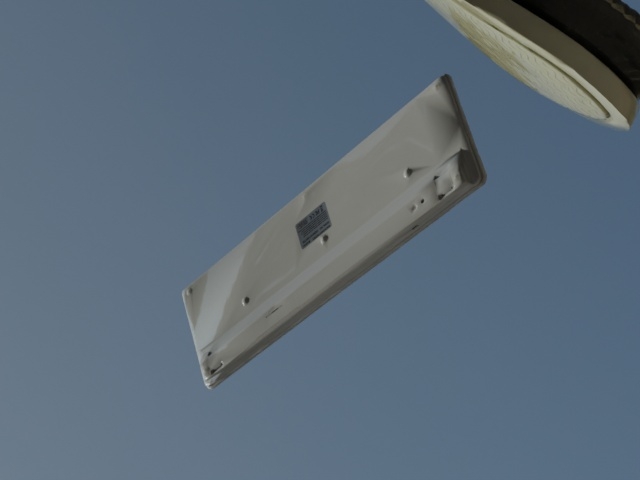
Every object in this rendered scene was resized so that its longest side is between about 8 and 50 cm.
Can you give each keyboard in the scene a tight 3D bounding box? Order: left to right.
[{"bbox_3d":[0.000,0.000,1.039,0.014,0.072,0.256,15,-39,-38],"label":"keyboard"}]

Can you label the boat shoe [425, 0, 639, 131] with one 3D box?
[{"bbox_3d":[0.043,-0.118,0.563,0.079,0.233,0.084,-44,-46,9],"label":"boat shoe"}]
